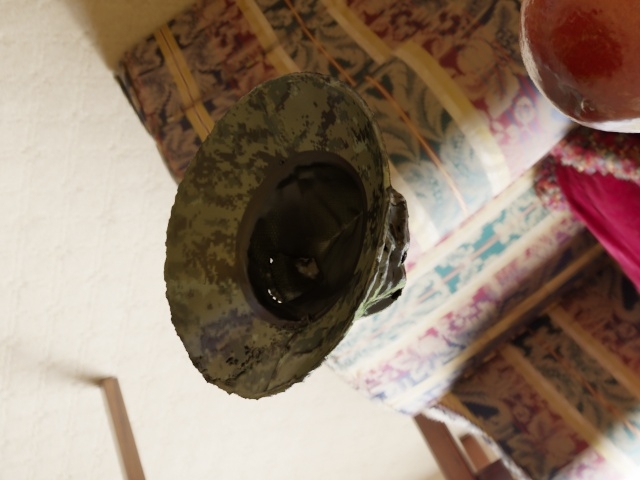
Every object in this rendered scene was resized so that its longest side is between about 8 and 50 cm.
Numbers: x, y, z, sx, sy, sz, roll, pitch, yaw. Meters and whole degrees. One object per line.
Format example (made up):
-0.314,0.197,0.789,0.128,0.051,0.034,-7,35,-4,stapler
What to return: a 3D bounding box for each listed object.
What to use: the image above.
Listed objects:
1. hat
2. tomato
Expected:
0.000,0.000,0.768,0.128,0.265,0.265,7,124,-39,hat
0.259,-0.175,0.855,0.139,0.200,0.233,-48,166,-13,tomato
